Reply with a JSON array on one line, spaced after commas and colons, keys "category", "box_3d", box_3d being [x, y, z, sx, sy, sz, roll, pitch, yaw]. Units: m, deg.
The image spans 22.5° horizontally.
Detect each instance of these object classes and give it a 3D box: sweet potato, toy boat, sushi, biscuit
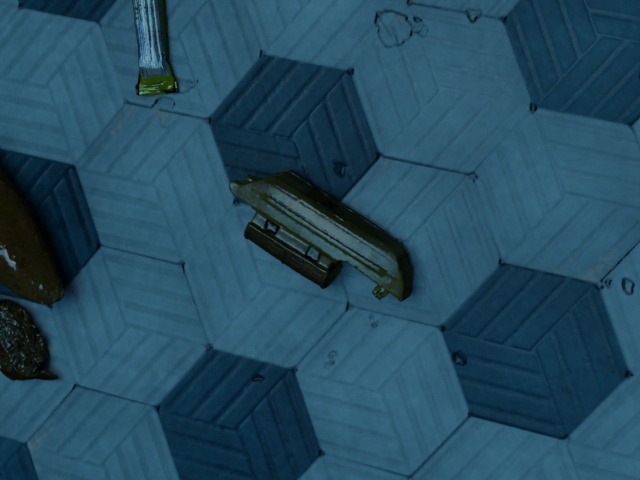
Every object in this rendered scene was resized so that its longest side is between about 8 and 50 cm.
[{"category": "sweet potato", "box_3d": [-0.380, -0.024, 1.844, 0.097, 0.097, 0.251, -41, 78, 17]}, {"category": "toy boat", "box_3d": [0.000, 0.000, 1.729, 0.226, 0.068, 0.088, 33, 108, 12]}, {"category": "sushi", "box_3d": [-0.351, 0.116, 1.864, 0.055, 0.052, 0.120, -31, 80, 33]}, {"category": "biscuit", "box_3d": [-0.197, -0.308, 1.800, 0.048, 0.026, 0.291, -5, 92, 15]}]
